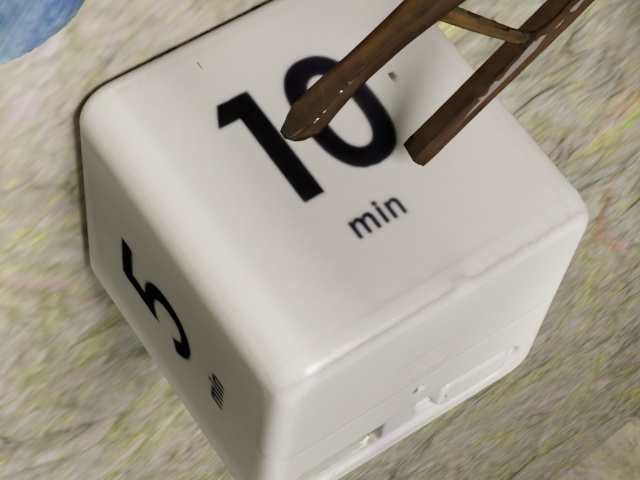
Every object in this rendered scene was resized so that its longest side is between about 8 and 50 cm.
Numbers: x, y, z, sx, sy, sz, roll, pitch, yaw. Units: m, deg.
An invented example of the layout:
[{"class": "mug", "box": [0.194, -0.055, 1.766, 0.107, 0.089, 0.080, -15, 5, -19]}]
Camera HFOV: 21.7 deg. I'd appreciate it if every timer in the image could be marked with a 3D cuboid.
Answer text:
[{"class": "timer", "box": [0.000, 0.000, 0.905, 0.192, 0.195, 0.194, -29, 159, -19]}]

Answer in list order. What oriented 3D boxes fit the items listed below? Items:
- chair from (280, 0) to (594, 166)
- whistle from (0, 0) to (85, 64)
[{"class": "chair", "box": [0.097, -0.189, 0.716, 0.319, 0.160, 0.186, -42, 161, 19]}, {"class": "whistle", "box": [-0.061, -0.177, 0.619, 0.062, 0.062, 0.304, -7, 145, -53]}]
